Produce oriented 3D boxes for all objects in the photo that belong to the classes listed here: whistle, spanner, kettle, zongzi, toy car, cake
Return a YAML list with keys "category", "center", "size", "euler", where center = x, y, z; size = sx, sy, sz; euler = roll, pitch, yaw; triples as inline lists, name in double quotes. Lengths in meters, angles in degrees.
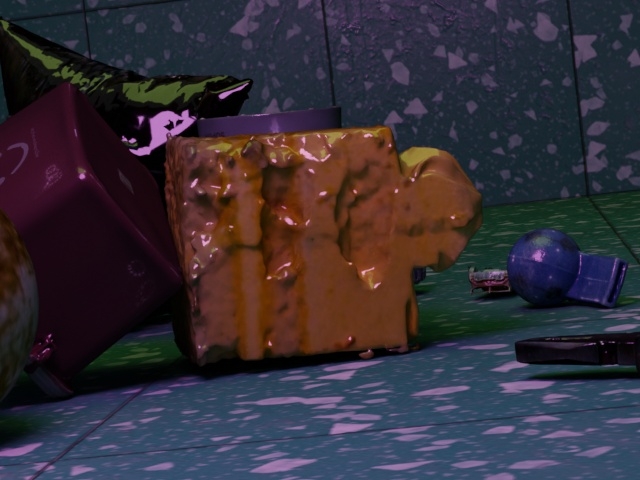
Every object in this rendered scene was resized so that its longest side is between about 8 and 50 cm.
- category: "whistle"
  center: [0.246, 0.029, 1.929]
  size: [0.090, 0.090, 0.158]
  euler: [-8, 5, -20]
- category: "spanner"
  center: [0.303, 0.081, 1.402]
  size: [0.325, 0.040, 0.096]
  euler: [-3, 6, 27]
- category: "kettle"
  center: [-0.066, -0.021, 2.031]
  size: [0.160, 0.243, 0.210]
  euler: [-9, 6, -44]
- category: "zongzi"
  center: [-0.293, -0.092, 2.191]
  size: [0.362, 0.383, 0.319]
  euler: [30, 18, 24]
- category: "toy car"
  center: [0.210, 0.045, 2.124]
  size: [0.059, 0.035, 0.122]
  euler: [-5, -4, 20]
- category: "cake"
  center: [0.000, 0.000, 1.783]
  size: [0.286, 0.222, 0.227]
  euler: [-3, 5, -11]

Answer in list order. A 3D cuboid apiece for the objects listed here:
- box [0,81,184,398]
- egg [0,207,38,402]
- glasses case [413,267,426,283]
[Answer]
- category: "box"
  center: [-0.246, -0.012, 1.728]
  size: [0.167, 0.193, 0.294]
  euler: [-34, 28, 5]
- category: "egg"
  center: [-0.361, 0.042, 1.470]
  size: [0.289, 0.238, 0.238]
  euler: [25, 22, 33]
- category: "glasses case"
  center: [-0.012, 0.046, 2.242]
  size: [0.282, 0.067, 0.109]
  euler: [-5, 7, 3]
